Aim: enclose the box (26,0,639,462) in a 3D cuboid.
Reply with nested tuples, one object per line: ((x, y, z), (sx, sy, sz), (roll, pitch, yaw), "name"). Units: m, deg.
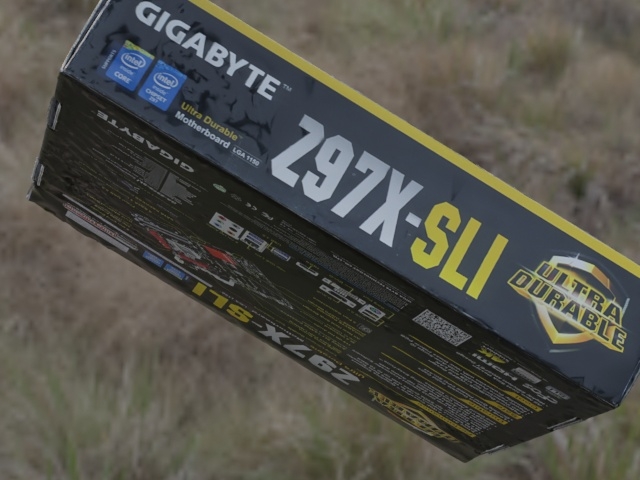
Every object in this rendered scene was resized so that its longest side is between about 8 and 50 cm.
((0.000, 0.000, 0.965), (0.322, 0.079, 0.257), (31, -16, -4), "box")
